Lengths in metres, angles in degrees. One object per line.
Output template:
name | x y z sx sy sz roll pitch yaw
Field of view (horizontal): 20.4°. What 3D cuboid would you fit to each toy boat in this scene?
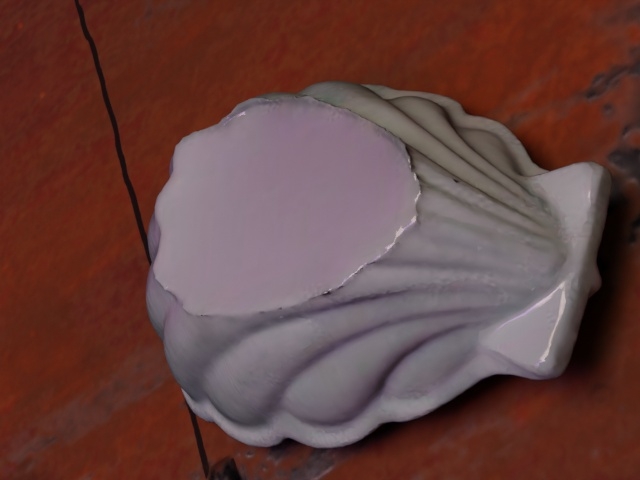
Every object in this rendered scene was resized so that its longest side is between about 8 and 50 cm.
toy boat | 0.000 0.000 0.872 0.290 0.100 0.199 1 72 41
